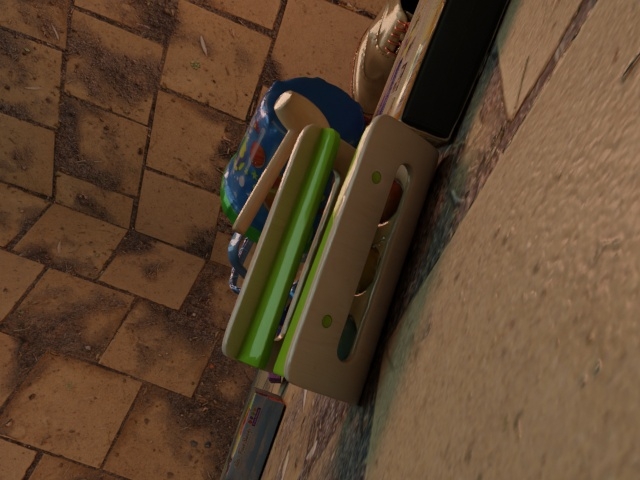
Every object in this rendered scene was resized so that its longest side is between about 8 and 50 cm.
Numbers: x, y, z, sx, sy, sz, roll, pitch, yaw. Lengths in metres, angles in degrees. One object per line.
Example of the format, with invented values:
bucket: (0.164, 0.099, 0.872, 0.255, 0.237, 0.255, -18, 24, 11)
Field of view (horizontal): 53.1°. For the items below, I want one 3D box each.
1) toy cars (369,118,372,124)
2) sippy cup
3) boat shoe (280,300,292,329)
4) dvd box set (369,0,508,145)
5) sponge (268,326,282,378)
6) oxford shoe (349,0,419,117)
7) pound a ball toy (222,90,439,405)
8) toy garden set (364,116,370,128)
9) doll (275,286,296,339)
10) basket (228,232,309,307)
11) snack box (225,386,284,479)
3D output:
toy cars: (0.065, -0.181, 1.578, 0.176, 0.087, 0.393, -28, 35, 63)
sippy cup: (-0.034, -0.135, 1.048, 0.240, 0.305, 0.224, -19, -28, -30)
boat shoe: (-0.047, 0.152, 1.330, 0.060, 0.064, 0.178, 39, 111, 60)
dvd box set: (0.154, -0.265, 0.839, 0.420, 0.062, 0.307, -111, 43, -85)
sponge: (-0.103, 0.271, 1.503, 0.210, 0.031, 0.117, 103, 171, -74)
oxford shoe: (0.154, -0.423, 1.322, 0.130, 0.123, 0.348, -119, 49, -79)
pound a ball toy: (0.006, -0.005, 0.703, 0.208, 0.136, 0.319, 5, 72, 52)
toy garden set: (0.074, -0.154, 1.315, 0.244, 0.049, 0.204, -41, -27, -74)
doll: (-0.044, 0.145, 1.207, 0.189, 0.046, 0.129, -29, 78, 56)
basket: (-0.097, 0.021, 1.420, 0.289, 0.201, 0.254, 56, -140, -41)
snack box: (-0.139, 0.406, 1.344, 0.207, 0.070, 0.174, 118, 172, -78)
